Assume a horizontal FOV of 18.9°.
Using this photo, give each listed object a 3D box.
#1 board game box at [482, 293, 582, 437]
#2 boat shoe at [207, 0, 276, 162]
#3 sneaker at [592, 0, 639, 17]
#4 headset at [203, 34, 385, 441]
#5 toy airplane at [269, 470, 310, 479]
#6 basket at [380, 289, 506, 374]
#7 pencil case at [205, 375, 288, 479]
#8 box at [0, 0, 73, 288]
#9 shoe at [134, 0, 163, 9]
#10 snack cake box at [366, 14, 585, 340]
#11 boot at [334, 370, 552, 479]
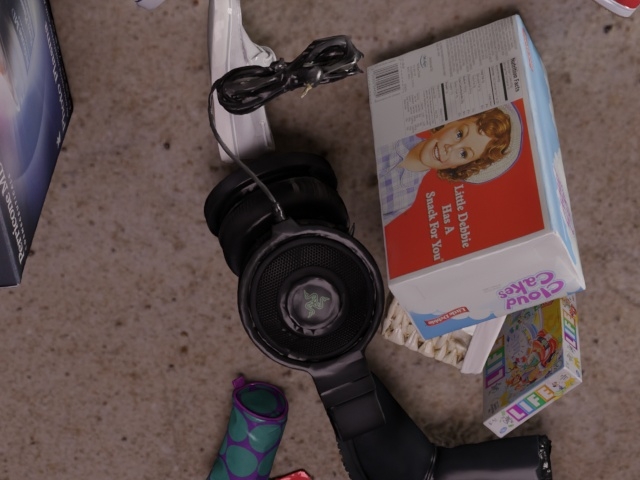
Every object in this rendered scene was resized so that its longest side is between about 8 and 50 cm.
[{"bbox_3d":[0.203,0.109,1.866,0.026,0.154,0.103,40,118,-21],"label":"board game box"},{"bbox_3d":[-0.069,-0.150,1.767,0.063,0.066,0.184,-6,124,-4],"label":"boat shoe"},{"bbox_3d":[0.242,-0.247,1.685,0.118,0.042,0.067,24,127,-21],"label":"sneaker"},{"bbox_3d":[0.000,0.000,1.754,0.185,0.243,0.394,-22,127,-1],"label":"headset"},{"bbox_3d":[-0.028,0.307,2.099,0.151,0.028,0.151,1,124,2],"label":"toy airplane"},{"bbox_3d":[0.126,0.027,1.812,0.103,0.167,0.113,18,124,-2],"label":"basket"},{"bbox_3d":[-0.080,0.220,2.021,0.070,0.064,0.151,40,129,28],"label":"pencil case"},{"bbox_3d":[-0.340,-0.151,1.646,0.183,0.294,0.296,-4,125,7],"label":"box"},{"bbox_3d":[-0.127,-0.280,1.679,0.081,0.063,0.178,36,124,-25],"label":"shoe"},{"bbox_3d":[0.133,-0.059,1.684,0.152,0.264,0.089,-17,138,16],"label":"snack cake box"},{"bbox_3d":[0.132,0.213,1.978,0.207,0.094,0.246,-6,131,13],"label":"boot"}]
